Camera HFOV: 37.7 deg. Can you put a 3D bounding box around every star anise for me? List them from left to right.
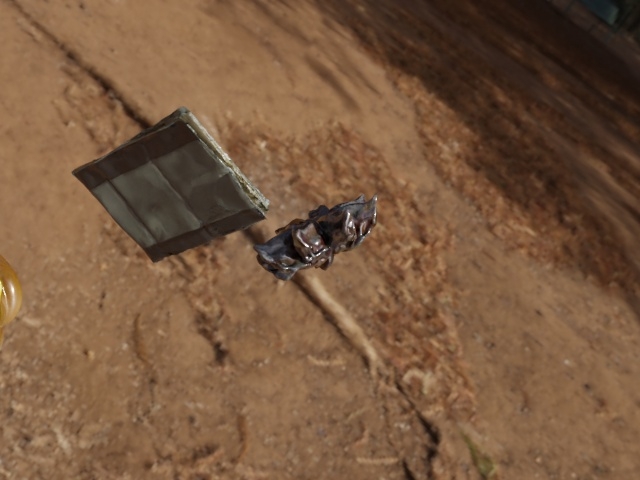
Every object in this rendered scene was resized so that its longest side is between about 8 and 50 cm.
[{"bbox_3d":[-0.001,0.000,1.690,0.223,0.236,0.109,-38,106,-49],"label":"star anise"}]

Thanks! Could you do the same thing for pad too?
[{"bbox_3d":[-0.192,-0.061,1.178,0.174,0.233,0.022,51,41,-23],"label":"pad"}]

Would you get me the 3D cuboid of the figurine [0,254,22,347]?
[{"bbox_3d":[-0.407,0.050,0.938,0.263,0.142,0.189,13,-12,41],"label":"figurine"}]
